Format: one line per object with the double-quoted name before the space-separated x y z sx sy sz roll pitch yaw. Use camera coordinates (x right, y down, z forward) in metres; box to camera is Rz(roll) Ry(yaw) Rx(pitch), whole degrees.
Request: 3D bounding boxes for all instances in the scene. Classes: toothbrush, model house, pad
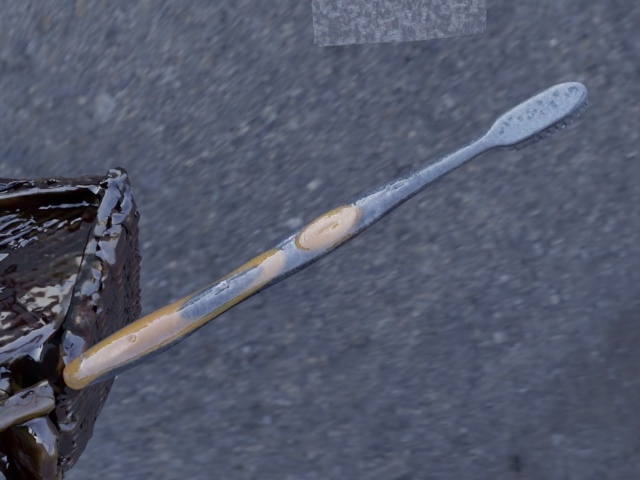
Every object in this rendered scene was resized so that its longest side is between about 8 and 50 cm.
"toothbrush" -0.001 -0.001 1.019 0.321 0.031 0.023 -28 71 8
"model house" -0.240 0.107 1.457 0.282 0.317 0.297 -31 58 -29
"pad" 0.066 -0.289 1.673 0.158 0.003 0.235 -5 104 -7
